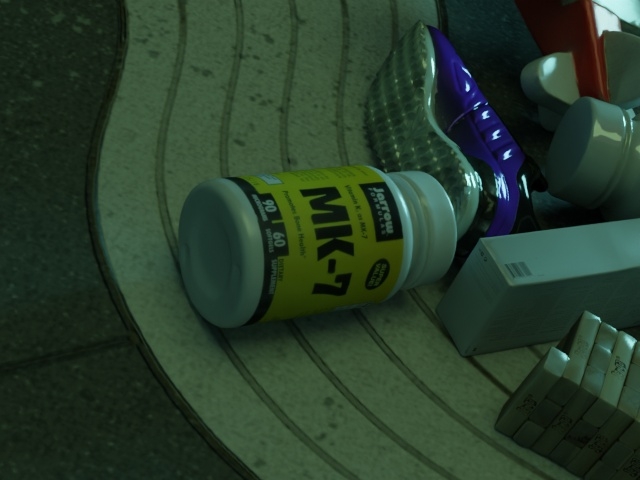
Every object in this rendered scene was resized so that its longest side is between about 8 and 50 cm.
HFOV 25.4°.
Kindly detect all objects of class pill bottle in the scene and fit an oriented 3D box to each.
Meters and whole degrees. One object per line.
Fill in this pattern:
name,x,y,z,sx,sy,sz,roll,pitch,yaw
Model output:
pill bottle,0.000,0.000,1.160,0.208,0.119,0.119,-8,53,-33
pill bottle,0.343,-0.057,1.385,0.229,0.131,0.131,17,43,-12

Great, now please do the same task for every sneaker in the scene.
sneaker,0.136,-0.082,1.337,0.146,0.102,0.293,20,39,-27

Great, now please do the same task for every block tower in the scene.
block tower,0.318,0.186,1.166,0.335,0.091,0.097,30,41,1

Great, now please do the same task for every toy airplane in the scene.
toy airplane,0.283,-0.301,1.483,0.384,0.272,0.386,47,28,-8

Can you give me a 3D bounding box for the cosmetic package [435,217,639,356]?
cosmetic package,0.226,0.036,1.259,0.239,0.099,0.060,-6,50,-33
